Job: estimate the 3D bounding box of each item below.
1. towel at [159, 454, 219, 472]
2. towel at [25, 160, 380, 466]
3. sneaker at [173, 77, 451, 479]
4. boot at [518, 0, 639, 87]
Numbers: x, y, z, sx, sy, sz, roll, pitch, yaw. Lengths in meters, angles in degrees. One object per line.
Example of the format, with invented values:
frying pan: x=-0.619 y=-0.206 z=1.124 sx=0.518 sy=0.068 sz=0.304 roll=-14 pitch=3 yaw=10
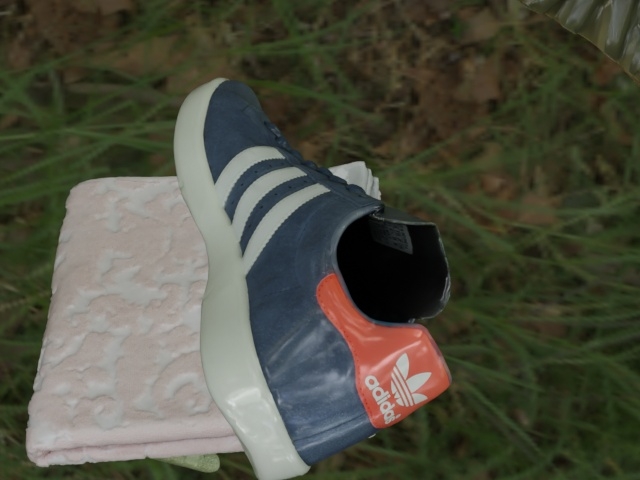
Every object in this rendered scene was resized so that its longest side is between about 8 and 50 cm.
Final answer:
towel: x=-0.209 y=0.268 z=2.014 sx=0.110 sy=0.148 sz=0.027 roll=23 pitch=78 yaw=-41
towel: x=-0.101 y=0.056 z=1.456 sx=0.317 sy=0.332 sz=0.053 roll=-5 pitch=135 yaw=6
sneaker: x=0.000 y=0.000 z=1.002 sx=0.148 sy=0.350 sz=0.131 roll=-21 pitch=131 yaw=6
boot: x=0.022 y=-0.156 z=0.465 sx=0.089 sy=0.269 sz=0.236 roll=-41 pitch=135 yaw=7
